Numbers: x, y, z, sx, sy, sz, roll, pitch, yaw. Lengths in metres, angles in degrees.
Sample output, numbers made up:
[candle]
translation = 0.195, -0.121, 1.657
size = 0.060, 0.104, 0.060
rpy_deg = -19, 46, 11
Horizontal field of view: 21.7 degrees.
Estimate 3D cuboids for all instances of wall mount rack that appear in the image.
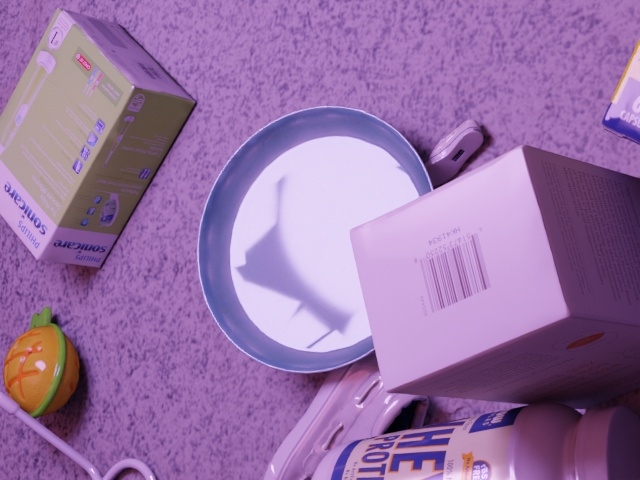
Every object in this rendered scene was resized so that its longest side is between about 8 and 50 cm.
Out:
[wall mount rack]
translation = -0.379, 0.387, 2.238
size = 0.350, 0.130, 0.304
rpy_deg = -51, 55, 22

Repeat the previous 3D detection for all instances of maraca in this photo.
[maraca]
translation = -0.388, 0.168, 2.304
size = 0.127, 0.099, 0.186
rpy_deg = -56, 31, 16

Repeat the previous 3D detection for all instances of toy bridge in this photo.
[toy bridge]
translation = -0.028, 0.029, 2.031
size = 0.188, 0.063, 0.026
rpy_deg = -2, 83, 28

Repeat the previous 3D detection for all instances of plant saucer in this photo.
[plant saucer]
translation = 0.000, 0.000, 1.960
size = 0.317, 0.043, 0.318
rpy_deg = -6, 77, 26

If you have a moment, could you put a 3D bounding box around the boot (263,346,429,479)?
[boot]
translation = 0.027, 0.256, 1.931
size = 0.123, 0.095, 0.258
rpy_deg = 40, 108, 44

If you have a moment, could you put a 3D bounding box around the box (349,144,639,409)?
[box]
translation = 0.229, 0.048, 1.626
size = 0.215, 0.345, 0.168
rpy_deg = -27, 66, 35

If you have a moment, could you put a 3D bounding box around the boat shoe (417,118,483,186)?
[boat shoe]
translation = 0.148, -0.102, 1.929
size = 0.100, 0.035, 0.035
rpy_deg = -47, 30, 30

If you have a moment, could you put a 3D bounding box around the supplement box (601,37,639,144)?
[supplement box]
translation = 0.455, -0.217, 1.572
size = 0.194, 0.195, 0.357
rpy_deg = 32, 104, 39

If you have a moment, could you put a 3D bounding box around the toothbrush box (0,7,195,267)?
[toothbrush box]
translation = -0.329, -0.138, 2.279
size = 0.206, 0.122, 0.283
rpy_deg = 45, 111, 35

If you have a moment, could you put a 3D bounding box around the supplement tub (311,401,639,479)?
[supplement tub]
translation = 0.173, 0.294, 1.692
size = 0.324, 0.235, 0.235
rpy_deg = -15, 74, 25
